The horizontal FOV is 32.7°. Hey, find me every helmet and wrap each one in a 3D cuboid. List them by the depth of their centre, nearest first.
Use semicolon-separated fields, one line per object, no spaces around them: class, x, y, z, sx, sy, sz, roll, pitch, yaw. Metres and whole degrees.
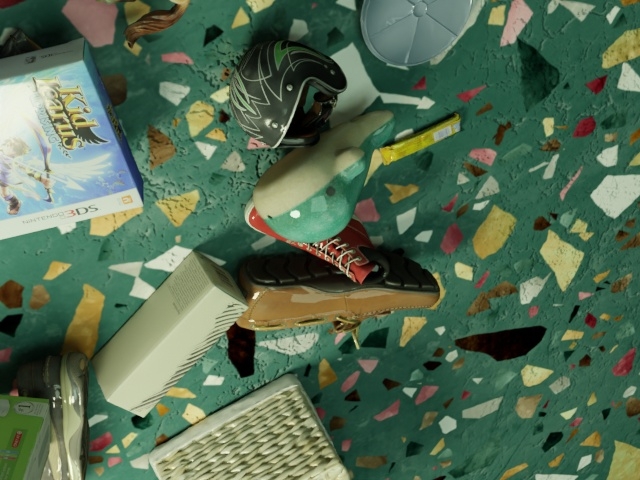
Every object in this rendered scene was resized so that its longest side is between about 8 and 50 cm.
helmet;-0.059;-0.221;1.642;0.161;0.169;0.169;-4;125;-37

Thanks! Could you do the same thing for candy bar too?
candy bar;0.178;-0.177;1.904;0.161;0.018;0.040;-26;134;-10

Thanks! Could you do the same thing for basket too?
basket;-0.093;0.497;2.078;0.331;0.266;0.328;-30;131;-9

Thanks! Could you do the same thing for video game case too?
video game case;-0.404;-0.134;1.540;0.244;0.061;0.270;-14;133;2

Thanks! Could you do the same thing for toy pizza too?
toy pizza;0.152;-0.374;1.740;0.201;0.032;0.201;-14;129;-18

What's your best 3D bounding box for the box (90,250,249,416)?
box;-0.257;0.159;1.850;0.275;0.113;0.094;-46;132;10

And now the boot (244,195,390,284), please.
boot;0.000;0.000;1.830;0.244;0.176;0.088;14;117;-33

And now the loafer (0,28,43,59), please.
loafer;-0.370;-0.237;1.540;0.170;0.062;0.061;24;104;-39

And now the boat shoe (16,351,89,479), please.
boat shoe;-0.466;0.338;1.873;0.130;0.132;0.355;4;117;-7

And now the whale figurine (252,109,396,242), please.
whale figurine;0.022;-0.101;1.752;0.272;0.216;0.141;-41;105;-27

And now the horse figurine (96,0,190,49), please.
horse figurine;-0.218;-0.398;1.504;0.174;0.066;0.263;-2;121;-20

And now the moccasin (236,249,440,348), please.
moccasin;0.034;0.105;1.948;0.380;0.139;0.147;-6;126;-24

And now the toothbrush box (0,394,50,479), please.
toothbrush box;-0.578;0.339;1.679;0.283;0.206;0.122;7;122;-5
